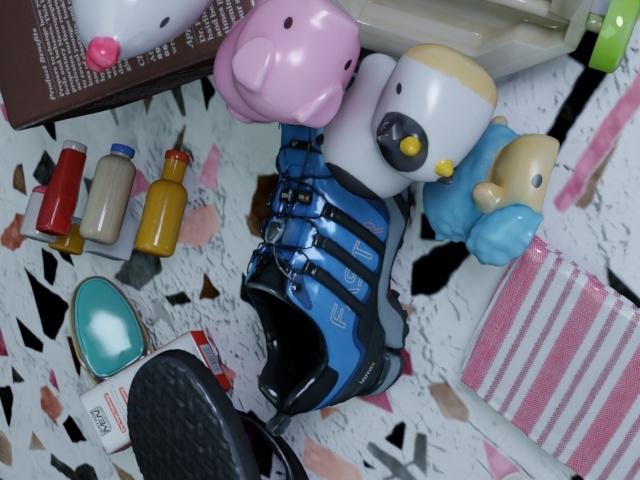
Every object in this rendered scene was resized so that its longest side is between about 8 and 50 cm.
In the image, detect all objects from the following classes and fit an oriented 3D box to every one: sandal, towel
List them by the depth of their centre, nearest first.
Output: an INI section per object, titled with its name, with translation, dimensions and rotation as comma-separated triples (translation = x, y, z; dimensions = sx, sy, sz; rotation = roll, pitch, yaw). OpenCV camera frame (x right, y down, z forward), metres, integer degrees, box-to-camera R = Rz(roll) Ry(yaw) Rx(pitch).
[towel]
translation = 0.202, 0.102, 0.757
dimensions = 0.197, 0.029, 0.144
rotation = 38, 127, 25
[sandal]
translation = -0.067, 0.293, 1.040
dimensions = 0.167, 0.107, 0.446
rotation = -4, 114, 42

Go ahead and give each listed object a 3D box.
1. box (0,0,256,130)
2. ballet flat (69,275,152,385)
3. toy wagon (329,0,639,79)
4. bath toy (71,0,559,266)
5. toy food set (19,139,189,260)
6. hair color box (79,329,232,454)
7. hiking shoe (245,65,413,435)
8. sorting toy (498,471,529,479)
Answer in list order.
[box]
translation = -0.151, -0.229, 0.903
dimensions = 0.381, 0.143, 0.191
rotation = -8, 99, 43
[ballet flat]
translation = -0.216, 0.152, 1.145
dimensions = 0.232, 0.080, 0.073
rotation = 64, 165, 9
[toy wagon]
translation = 0.080, -0.233, 0.605
dimensions = 0.267, 0.068, 0.344
rotation = 19, 148, 10
[bath toy]
translation = -0.009, -0.103, 0.681
dimensions = 0.348, 0.129, 0.151
rotation = 28, 139, -18
[toy food set]
translation = -0.233, -0.044, 1.077
dimensions = 0.232, 0.111, 0.105
rotation = -2, 72, 55
[hair color box]
translation = -0.171, 0.157, 1.070
dimensions = 0.141, 0.043, 0.072
rotation = -30, 80, 9
[hiking shoe]
translation = 0.000, 0.000, 0.838
dimensions = 0.113, 0.132, 0.304
rotation = 4, 106, 43
[sorting toy]
translation = 0.158, 0.228, 0.833
dimensions = 0.083, 0.045, 0.075
rotation = 43, 122, 26
